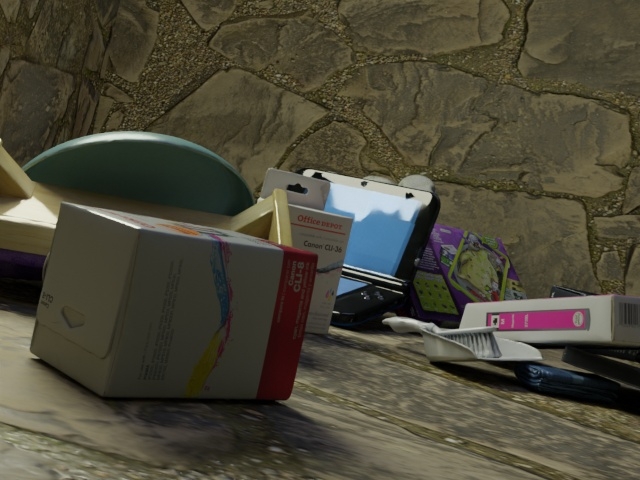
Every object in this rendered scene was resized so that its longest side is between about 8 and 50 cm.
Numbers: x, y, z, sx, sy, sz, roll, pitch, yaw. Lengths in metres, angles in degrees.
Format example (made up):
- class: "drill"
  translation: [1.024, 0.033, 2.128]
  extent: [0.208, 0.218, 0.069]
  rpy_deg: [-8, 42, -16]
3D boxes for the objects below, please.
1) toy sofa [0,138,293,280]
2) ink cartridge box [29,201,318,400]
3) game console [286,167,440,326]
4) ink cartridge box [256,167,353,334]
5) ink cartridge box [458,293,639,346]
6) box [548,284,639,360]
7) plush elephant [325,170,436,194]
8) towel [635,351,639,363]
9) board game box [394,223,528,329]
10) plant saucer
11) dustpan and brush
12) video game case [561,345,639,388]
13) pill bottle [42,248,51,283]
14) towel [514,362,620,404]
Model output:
- class: "toy sofa"
  translation: [-0.219, 0.020, 1.091]
  extent: [0.363, 0.177, 0.150]
  rpy_deg: [11, 27, -11]
- class: "ink cartridge box"
  translation: [-0.117, 0.050, 0.778]
  extent: [0.176, 0.127, 0.128]
  rpy_deg: [9, 4, -43]
- class: "game console"
  translation: [0.000, 0.000, 1.529]
  extent: [0.293, 0.173, 0.250]
  rpy_deg: [13, 16, 33]
- class: "ink cartridge box"
  translation: [-0.030, 0.015, 1.258]
  extent: [0.115, 0.198, 0.067]
  rpy_deg: [10, 3, -40]
- class: "ink cartridge box"
  translation: [0.326, 0.117, 1.318]
  extent: [0.176, 0.069, 0.371]
  rpy_deg: [7, -11, -28]
- class: "box"
  translation: [0.563, 0.165, 1.906]
  extent: [0.207, 0.108, 0.153]
  rpy_deg: [11, 2, -9]
- class: "plush elephant"
  translation: [0.092, -0.010, 1.832]
  extent: [0.272, 0.255, 0.330]
  rpy_deg: [13, 2, 10]
- class: "towel"
  translation: [0.501, 0.180, 1.220]
  extent: [0.197, 0.029, 0.144]
  rpy_deg: [15, -2, 9]
- class: "board game box"
  translation: [0.231, 0.067, 1.673]
  extent: [0.347, 0.208, 0.056]
  rpy_deg: [11, -37, -43]
- class: "plant saucer"
  translation: [-0.243, -0.046, 1.245]
  extent: [0.318, 0.043, 0.317]
  rpy_deg: [-5, -30, -3]
- class: "dustpan and brush"
  translation: [0.161, 0.125, 1.248]
  extent: [0.211, 0.060, 0.147]
  rpy_deg: [-7, -10, 44]
- class: "video game case"
  translation: [0.445, 0.188, 1.250]
  extent: [0.196, 0.026, 0.274]
  rpy_deg: [18, -2, 34]
- class: "pill bottle"
  translation: [-0.200, 0.044, 0.914]
  extent: [0.094, 0.094, 0.169]
  rpy_deg: [11, 2, -27]
- class: "towel"
  translation: [0.302, 0.175, 1.201]
  extent: [0.119, 0.029, 0.067]
  rpy_deg: [11, 3, -18]
